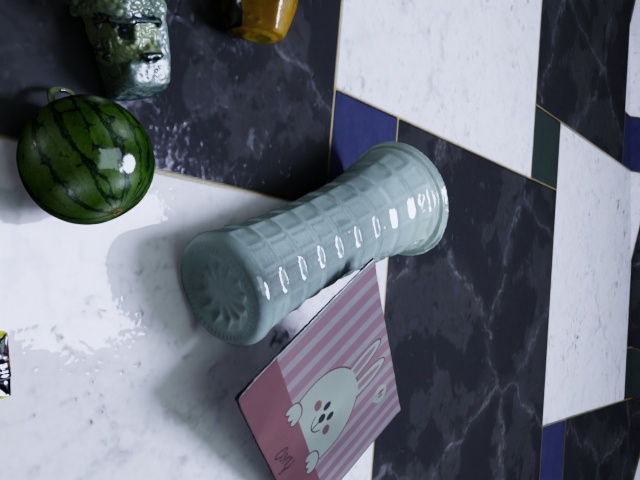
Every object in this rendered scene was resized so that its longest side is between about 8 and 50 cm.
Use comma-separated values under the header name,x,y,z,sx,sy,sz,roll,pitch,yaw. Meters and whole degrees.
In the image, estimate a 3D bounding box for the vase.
name,x,y,z,sx,sy,sz,roll,pitch,yaw
vase,0.000,0.000,0.720,0.299,0.143,0.143,-28,113,-44

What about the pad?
name,x,y,z,sx,sy,sz,roll,pitch,yaw
pad,0.015,0.179,0.743,0.202,0.005,0.300,-43,142,-27

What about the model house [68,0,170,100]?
name,x,y,z,sx,sy,sz,roll,pitch,yaw
model house,-0.158,-0.156,0.551,0.066,0.078,0.083,-19,108,-48

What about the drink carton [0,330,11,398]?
name,x,y,z,sx,sy,sz,roll,pitch,yaw
drink carton,-0.282,0.087,0.409,0.165,0.071,0.056,-10,102,-53

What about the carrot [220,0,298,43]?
name,x,y,z,sx,sy,sz,roll,pitch,yaw
carrot,-0.057,-0.284,0.674,0.082,0.082,0.173,5,91,-52

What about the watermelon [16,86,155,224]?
name,x,y,z,sx,sy,sz,roll,pitch,yaw
watermelon,-0.179,-0.065,0.514,0.109,0.109,0.109,-3,94,-52
